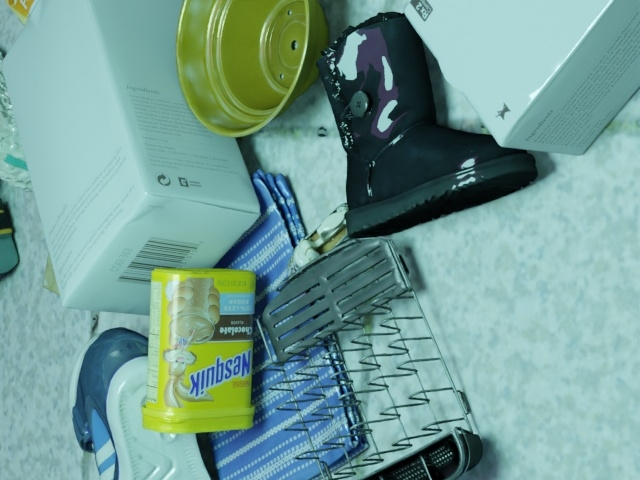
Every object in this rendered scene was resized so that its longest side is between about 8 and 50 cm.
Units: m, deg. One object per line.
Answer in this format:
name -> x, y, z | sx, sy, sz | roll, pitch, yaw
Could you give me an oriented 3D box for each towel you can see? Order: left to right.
towel -> -0.077, 0.118, 1.628 | 0.243, 0.040, 0.336 | -37, 62, 41

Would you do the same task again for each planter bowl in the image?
planter bowl -> -0.056, -0.215, 1.583 | 0.217, 0.090, 0.217 | -4, 84, 46

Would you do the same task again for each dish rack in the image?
dish rack -> 0.033, 0.140, 1.447 | 0.208, 0.074, 0.272 | -32, 70, 28

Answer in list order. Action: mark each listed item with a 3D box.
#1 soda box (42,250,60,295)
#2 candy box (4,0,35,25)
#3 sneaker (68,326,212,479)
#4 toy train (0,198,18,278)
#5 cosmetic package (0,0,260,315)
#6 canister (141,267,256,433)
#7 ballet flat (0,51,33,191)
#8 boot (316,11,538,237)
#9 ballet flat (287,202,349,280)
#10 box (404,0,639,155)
soda box -> -0.300, -0.018, 1.864 | 0.061, 0.058, 0.181 | 21, 102, 46
candy box -> -0.336, -0.453, 1.904 | 0.183, 0.087, 0.316 | 48, 122, 37
sneaker -> -0.215, 0.261, 1.733 | 0.236, 0.130, 0.323 | -155, 57, -66
toy train -> -0.560, 0.010, 2.096 | 0.334, 0.142, 0.190 | -29, 77, 43
cosmetic package -> -0.230, -0.127, 1.694 | 0.217, 0.156, 0.385 | -47, 48, 37
canister -> -0.128, 0.116, 1.572 | 0.073, 0.126, 0.170 | 4, 92, 49
ballet flat -> -0.485, -0.195, 2.022 | 0.409, 0.147, 0.147 | 36, 114, 43
boot -> 0.092, -0.126, 1.414 | 0.246, 0.094, 0.207 | -20, 77, 52
ballet flat -> 0.000, 0.000, 1.524 | 0.114, 0.041, 0.041 | -43, 56, 15
box -> 0.199, -0.201, 1.285 | 0.182, 0.119, 0.181 | -53, 53, 31
